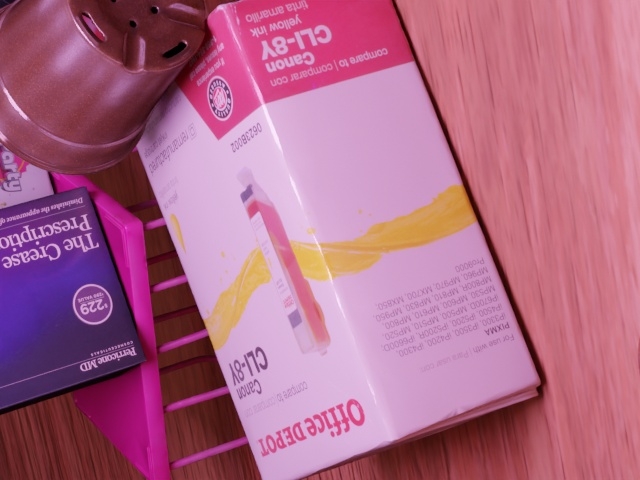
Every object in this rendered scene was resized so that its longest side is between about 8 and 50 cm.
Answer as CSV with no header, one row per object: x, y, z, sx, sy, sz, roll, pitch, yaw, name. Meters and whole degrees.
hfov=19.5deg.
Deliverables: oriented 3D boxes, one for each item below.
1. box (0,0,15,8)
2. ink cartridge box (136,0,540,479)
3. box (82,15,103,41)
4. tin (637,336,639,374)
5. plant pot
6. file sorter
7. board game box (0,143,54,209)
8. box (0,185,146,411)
-0.349,-0.330,2.053,0.143,0.165,0.270,63,153,14,box
0.000,0.000,1.613,0.279,0.160,0.384,-33,77,62,ink cartridge box
-0.201,-0.338,1.789,0.142,0.154,0.300,49,145,35,box
0.277,0.068,1.277,0.106,0.040,0.189,58,151,32,tin
-0.184,-0.160,1.535,0.165,0.167,0.167,-34,76,53,plant pot
-0.148,0.059,1.908,0.202,0.182,0.290,34,134,52,file sorter
-0.382,-0.098,1.962,0.303,0.097,0.224,5,110,62,board game box
-0.322,0.075,1.750,0.103,0.261,0.184,-24,84,64,box
